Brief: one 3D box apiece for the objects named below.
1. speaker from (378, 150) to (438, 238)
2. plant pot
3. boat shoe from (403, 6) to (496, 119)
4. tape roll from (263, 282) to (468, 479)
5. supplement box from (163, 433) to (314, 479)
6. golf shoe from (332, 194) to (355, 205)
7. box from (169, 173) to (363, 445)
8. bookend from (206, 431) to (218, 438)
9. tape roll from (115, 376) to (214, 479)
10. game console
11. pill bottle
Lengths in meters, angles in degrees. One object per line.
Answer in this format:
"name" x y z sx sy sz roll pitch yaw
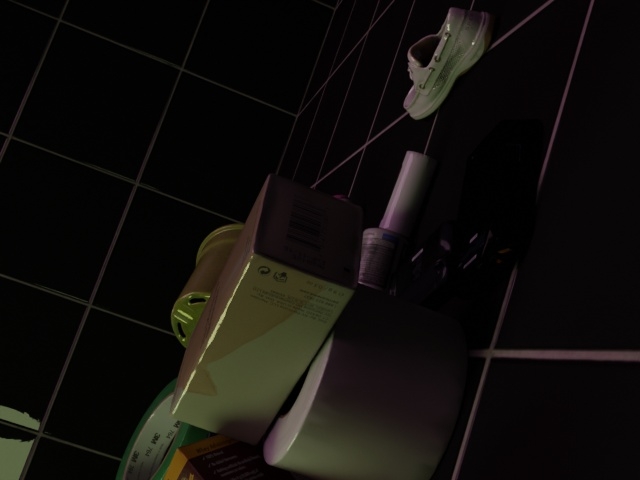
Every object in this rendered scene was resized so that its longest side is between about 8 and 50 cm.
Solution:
"speaker" 0.142 -0.074 1.396 0.055 0.055 0.136 -168 99 -79
"plant pot" -0.209 0.137 1.997 0.276 0.276 0.254 -63 -3 31
"boat shoe" 0.192 -0.305 1.468 0.277 0.096 0.098 128 159 -59
"tape roll" 0.049 0.181 1.064 0.246 0.169 0.246 -160 90 -79
"supplement box" -0.072 0.345 1.081 0.194 0.191 0.129 43 121 31
"golf shoe" 0.006 0.056 1.762 0.140 0.115 0.306 27 91 50
"box" -0.068 0.091 1.029 0.148 0.121 0.311 -83 18 -50
"bookend" -0.113 0.352 1.583 0.072 0.156 0.157 -88 22 -60
"tape roll" -0.324 0.444 1.841 0.321 0.077 0.321 -46 24 27
"game console" 0.172 0.004 1.137 0.361 0.044 0.213 127 162 -55
"pill bottle" 0.086 0.056 1.361 0.078 0.078 0.137 140 150 -69
